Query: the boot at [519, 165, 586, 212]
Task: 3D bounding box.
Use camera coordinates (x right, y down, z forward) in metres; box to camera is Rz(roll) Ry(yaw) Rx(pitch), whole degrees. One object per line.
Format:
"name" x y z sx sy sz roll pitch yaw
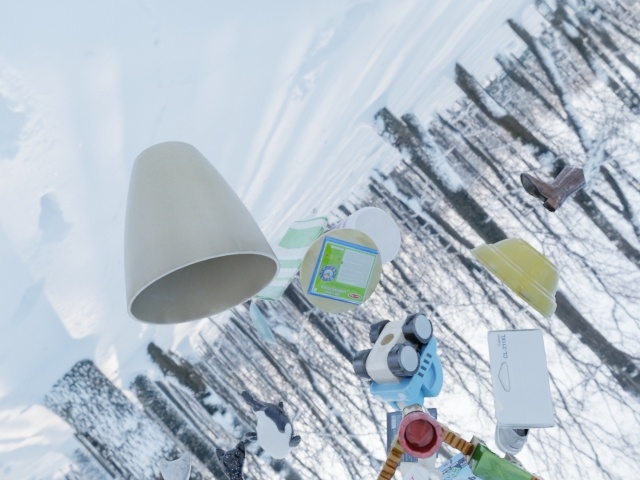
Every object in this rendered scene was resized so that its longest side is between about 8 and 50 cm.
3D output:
"boot" 0.479 -0.127 0.994 0.114 0.106 0.037 -40 176 -13

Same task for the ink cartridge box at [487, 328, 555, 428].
"ink cartridge box" 0.291 0.201 0.707 0.072 0.128 0.175 -7 163 21

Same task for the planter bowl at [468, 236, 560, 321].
"planter bowl" 0.416 0.057 0.992 0.090 0.217 0.217 -51 176 13

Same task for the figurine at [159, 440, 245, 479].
"figurine" -0.260 0.583 1.108 0.214 0.210 0.092 -1 147 -22

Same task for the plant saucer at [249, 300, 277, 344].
"plant saucer" -0.224 0.319 1.827 0.037 0.195 0.195 -29 176 -8

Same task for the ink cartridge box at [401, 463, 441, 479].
"ink cartridge box" 0.281 0.765 1.248 0.207 0.117 0.283 -52 -155 1

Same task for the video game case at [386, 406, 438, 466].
"video game case" 0.361 0.762 1.889 0.274 0.196 0.026 10 166 -37

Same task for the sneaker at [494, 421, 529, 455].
"sneaker" 0.545 0.435 1.327 0.115 0.105 0.282 99 4 -57

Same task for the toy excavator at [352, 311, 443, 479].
"toy excavator" 0.318 0.534 1.653 0.222 0.445 0.433 -25 -160 47

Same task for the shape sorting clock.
"shape sorting clock" 0.049 0.071 1.137 0.206 0.206 0.040 -43 -158 -10

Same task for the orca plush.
"orca plush" -0.138 0.484 1.329 0.151 0.287 0.102 -15 -142 20

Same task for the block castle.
"block castle" 0.309 0.560 0.953 0.303 0.452 0.213 -62 173 -1

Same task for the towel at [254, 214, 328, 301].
"towel" -0.111 0.055 1.594 0.325 0.038 0.247 -56 -158 -20

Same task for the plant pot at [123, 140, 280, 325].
"plant pot" -0.238 -0.030 0.857 0.256 0.274 0.256 -21 158 -9

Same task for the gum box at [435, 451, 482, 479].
"gum box" 0.521 0.840 1.735 0.157 0.184 0.041 -47 -159 23

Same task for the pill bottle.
"pill bottle" 0.092 0.023 1.453 0.169 0.169 0.301 -42 -175 -30

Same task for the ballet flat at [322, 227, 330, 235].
"ballet flat" 0.000 0.000 1.798 0.168 0.052 0.057 -67 163 -49
